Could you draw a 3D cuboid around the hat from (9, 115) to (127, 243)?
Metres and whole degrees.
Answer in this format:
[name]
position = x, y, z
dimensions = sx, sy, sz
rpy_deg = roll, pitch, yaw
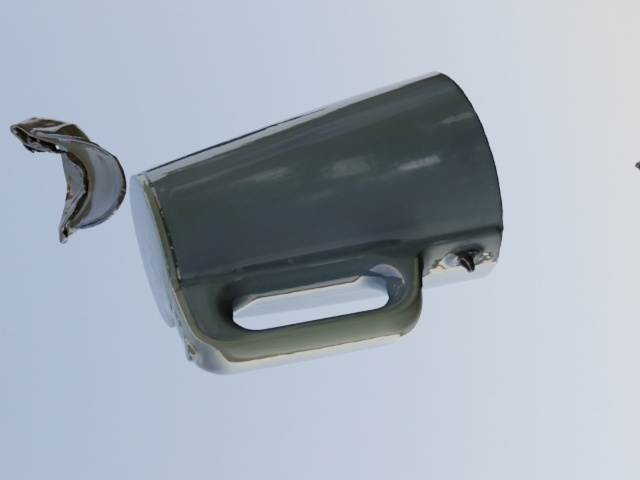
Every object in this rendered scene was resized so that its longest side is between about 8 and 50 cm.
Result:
[hat]
position = -0.258, -0.076, 1.446
dimensions = 0.085, 0.175, 0.147
rpy_deg = -30, -69, -37

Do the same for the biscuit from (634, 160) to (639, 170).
[biscuit]
position = 0.468, -0.137, 1.577
dimensions = 0.064, 0.199, 0.034
rpy_deg = 46, 163, -1

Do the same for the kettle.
[kettle]
position = 0.000, 0.000, 0.920
dimensions = 0.160, 0.243, 0.210
rpy_deg = 91, 157, -48
